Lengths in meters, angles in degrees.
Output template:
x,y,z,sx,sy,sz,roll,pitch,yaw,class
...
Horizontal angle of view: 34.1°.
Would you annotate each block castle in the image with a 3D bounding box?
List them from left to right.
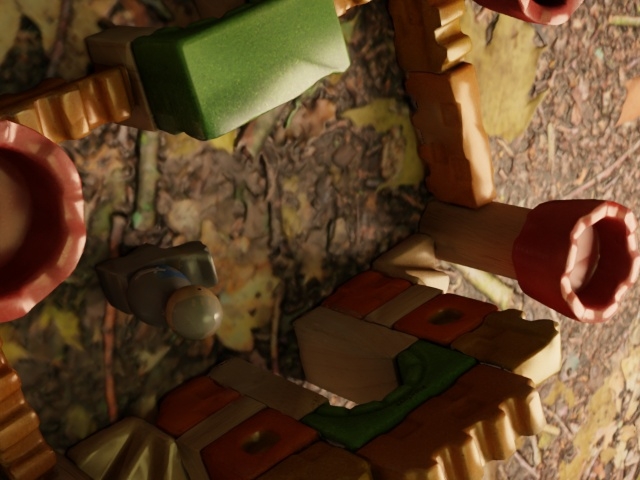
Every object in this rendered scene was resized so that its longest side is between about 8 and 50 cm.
x,y,z,sx,sy,sz,roll,pitch,yaw,class
0.000,0.000,0.597,0.453,0.212,0.303,-31,118,-31,block castle
